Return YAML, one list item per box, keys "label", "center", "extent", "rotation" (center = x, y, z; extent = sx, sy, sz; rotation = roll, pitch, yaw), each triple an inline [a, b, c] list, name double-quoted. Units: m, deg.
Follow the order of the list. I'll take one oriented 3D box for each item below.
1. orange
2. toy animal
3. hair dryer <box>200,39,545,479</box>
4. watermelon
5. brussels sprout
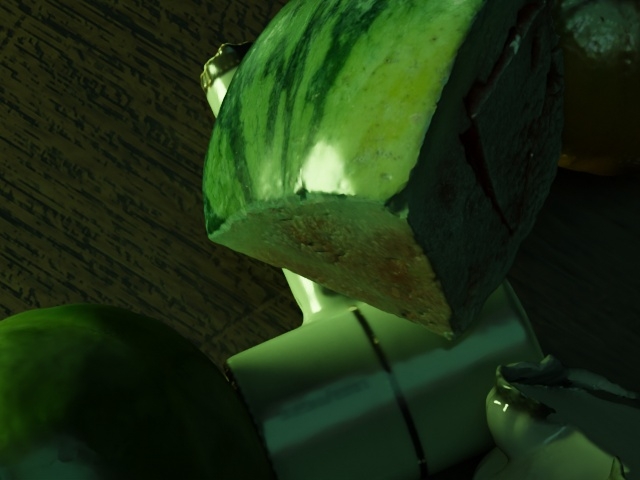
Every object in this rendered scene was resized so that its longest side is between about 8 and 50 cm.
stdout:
- label: "orange"
  center: [0.196, -0.165, 1.215]
  extent: [0.240, 0.171, 0.240]
  rotation: [0, 78, -2]
- label: "toy animal"
  center: [0.148, 0.268, 1.110]
  extent: [0.258, 0.194, 0.357]
  rotation: [11, 108, -26]
- label: "hair dryer"
  center: [0.000, 0.000, 1.216]
  extent: [0.203, 0.128, 0.362]
  rotation: [-22, 71, -5]
- label: "watermelon"
  center: [0.053, -0.071, 1.134]
  extent: [0.201, 0.262, 0.213]
  rotation: [44, 61, -29]
- label: "brussels sprout"
  center: [-0.199, 0.207, 1.077]
  extent: [0.355, 0.281, 0.289]
  rotation: [-19, 98, 19]
